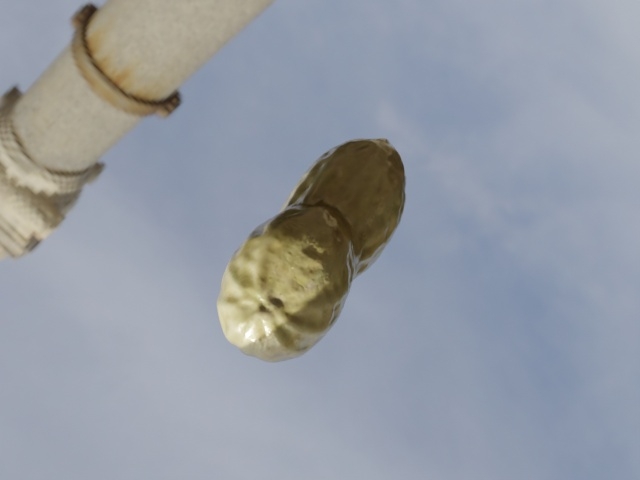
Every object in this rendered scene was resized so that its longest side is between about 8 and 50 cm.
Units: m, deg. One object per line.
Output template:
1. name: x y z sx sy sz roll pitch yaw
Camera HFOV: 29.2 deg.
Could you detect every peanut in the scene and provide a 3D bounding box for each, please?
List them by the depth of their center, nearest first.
1. peanut: 0.000 0.000 0.782 0.082 0.082 0.187 47 -133 -8
